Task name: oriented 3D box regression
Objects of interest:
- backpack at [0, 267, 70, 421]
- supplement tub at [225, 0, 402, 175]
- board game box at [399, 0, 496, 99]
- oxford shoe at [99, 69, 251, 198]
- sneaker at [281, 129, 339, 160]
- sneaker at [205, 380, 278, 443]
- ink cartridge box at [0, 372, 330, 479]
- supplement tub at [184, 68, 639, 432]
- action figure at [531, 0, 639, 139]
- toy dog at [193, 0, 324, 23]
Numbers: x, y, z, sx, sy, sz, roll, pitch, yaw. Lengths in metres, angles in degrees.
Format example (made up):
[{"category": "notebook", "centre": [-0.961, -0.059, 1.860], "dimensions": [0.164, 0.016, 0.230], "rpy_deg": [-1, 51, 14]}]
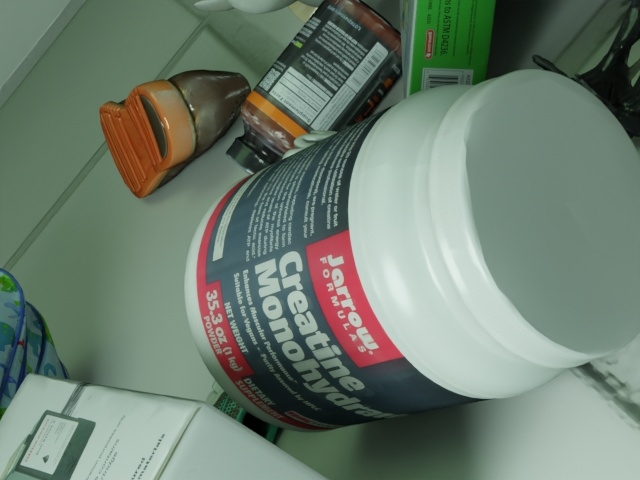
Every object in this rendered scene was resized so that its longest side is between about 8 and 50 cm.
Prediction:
[{"category": "backpack", "centre": [-0.382, 0.193, 1.256], "dimensions": [0.290, 0.273, 0.355], "rpy_deg": [-12, 19, 12]}, {"category": "supplement tub", "centre": [-0.006, -0.140, 1.208], "dimensions": [0.198, 0.106, 0.106], "rpy_deg": [-51, 24, 3]}, {"category": "board game box", "centre": [0.109, -0.283, 1.077], "dimensions": [0.316, 0.064, 0.242], "rpy_deg": [-87, -1, -51]}, {"category": "oxford shoe", "centre": [-0.185, -0.139, 1.549], "dimensions": [0.133, 0.130, 0.363], "rpy_deg": [-25, 8, -21]}, {"category": "sneaker", "centre": [0.000, 0.000, 0.996], "dimensions": [0.118, 0.110, 0.292], "rpy_deg": [-11, 36, 36]}, {"category": "sneaker", "centre": [-0.079, 0.169, 0.976], "dimensions": [0.166, 0.065, 0.076], "rpy_deg": [-59, 29, -10]}, {"category": "ink cartridge box", "centre": [-0.085, 0.189, 0.777], "dimensions": [0.289, 0.211, 0.121], "rpy_deg": [-5, 54, 60]}, {"category": "supplement tub", "centre": [0.056, 0.014, 0.786], "dimensions": [0.272, 0.191, 0.191], "rpy_deg": [-21, 39, 49]}, {"category": "action figure", "centre": [0.259, -0.193, 0.778], "dimensions": [0.276, 0.141, 0.164], "rpy_deg": [-50, 17, 10]}, {"category": "toy dog", "centre": [-0.036, -0.307, 1.259], "dimensions": [0.220, 0.161, 0.333], "rpy_deg": [-55, -10, 2]}]
